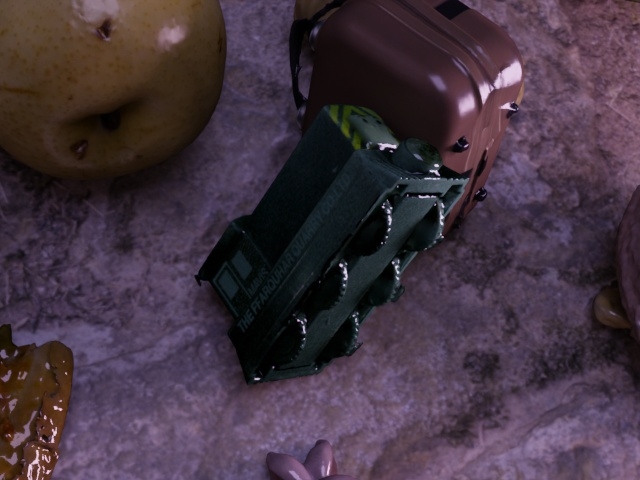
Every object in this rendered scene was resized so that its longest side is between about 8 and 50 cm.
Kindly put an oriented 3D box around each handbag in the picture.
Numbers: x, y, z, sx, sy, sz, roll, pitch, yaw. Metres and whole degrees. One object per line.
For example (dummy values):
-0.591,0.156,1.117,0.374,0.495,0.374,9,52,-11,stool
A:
0.073,-0.159,1.477,0.283,0.302,0.149,40,61,20,handbag

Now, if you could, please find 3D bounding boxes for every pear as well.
-0.256,-0.225,1.460,0.309,0.309,0.309,4,61,-7,pear

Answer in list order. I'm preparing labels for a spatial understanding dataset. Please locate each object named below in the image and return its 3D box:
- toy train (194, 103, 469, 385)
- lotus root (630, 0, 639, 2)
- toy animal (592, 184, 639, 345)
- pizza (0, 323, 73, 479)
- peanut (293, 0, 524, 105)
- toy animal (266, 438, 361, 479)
0.000,0.000,1.375,0.138,0.330,0.178,-2,46,-47,toy train
0.442,-0.398,1.747,0.309,0.173,0.173,0,62,-10,lotus root
0.452,0.016,1.501,0.226,0.188,0.358,17,60,-6,toy animal
-0.419,0.218,1.313,0.392,0.080,0.435,-20,68,-18,pizza
0.112,-0.244,1.621,0.305,0.147,0.147,23,60,-3,peanut
0.016,0.280,1.327,0.124,0.124,0.212,-25,64,-21,toy animal
